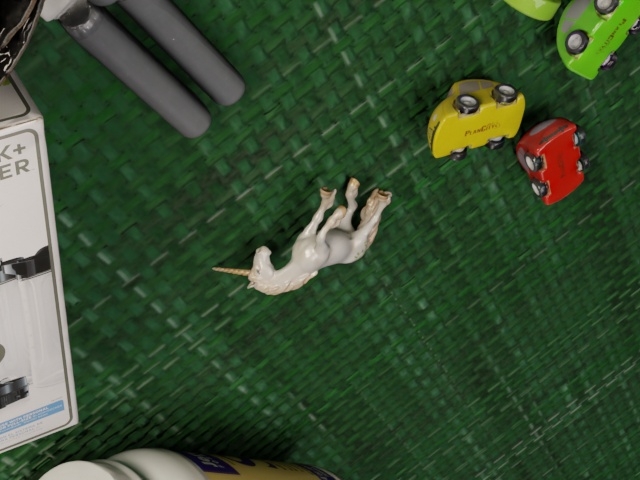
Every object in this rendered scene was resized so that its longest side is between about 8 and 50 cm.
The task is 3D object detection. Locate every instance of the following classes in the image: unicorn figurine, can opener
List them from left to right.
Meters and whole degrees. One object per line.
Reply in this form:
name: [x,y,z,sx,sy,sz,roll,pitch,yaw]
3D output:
can opener: [-0.139,-0.151,0.822,0.074,0.093,0.280,-41,147,3]
unicorn figurine: [0.000,0.000,1.100,0.162,0.060,0.111,0,128,-38]

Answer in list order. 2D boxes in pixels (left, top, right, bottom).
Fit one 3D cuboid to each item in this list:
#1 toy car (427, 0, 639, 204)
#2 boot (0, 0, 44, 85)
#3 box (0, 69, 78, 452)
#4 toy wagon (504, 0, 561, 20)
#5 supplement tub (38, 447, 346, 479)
toy car: [0.218,-0.152,1.124,0.239,0.053,0.225,16,118,-47]
boot: [-0.184,-0.194,0.621,0.091,0.229,0.263,7,125,-42]
box: [-0.242,-0.006,0.818,0.087,0.169,0.290,-19,137,-23]
toy wagon: [0.211,-0.305,0.952,0.344,0.068,0.267,4,126,-41]
supplement tub: [-0.119,0.332,1.200,0.331,0.241,0.241,18,116,-47]
